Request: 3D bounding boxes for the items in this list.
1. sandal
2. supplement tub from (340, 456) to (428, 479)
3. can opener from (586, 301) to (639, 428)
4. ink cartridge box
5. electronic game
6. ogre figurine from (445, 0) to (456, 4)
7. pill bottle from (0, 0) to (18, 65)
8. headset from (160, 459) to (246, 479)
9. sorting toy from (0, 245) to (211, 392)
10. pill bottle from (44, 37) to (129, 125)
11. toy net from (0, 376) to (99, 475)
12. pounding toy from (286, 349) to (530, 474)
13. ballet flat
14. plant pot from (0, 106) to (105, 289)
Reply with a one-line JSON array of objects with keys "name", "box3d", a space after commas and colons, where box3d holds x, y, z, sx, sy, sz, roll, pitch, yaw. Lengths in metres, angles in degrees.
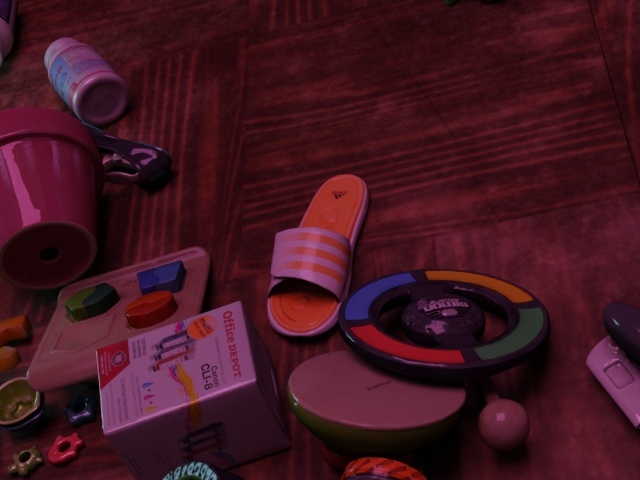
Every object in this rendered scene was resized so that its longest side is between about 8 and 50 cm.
[{"name": "sandal", "box3d": [-0.010, 0.000, 1.565, 0.101, 0.076, 0.265, -2, 48, 21]}, {"name": "supplement tub", "box3d": [0.043, 0.310, 1.217, 0.117, 0.117, 0.190, 1, 48, 23]}, {"name": "can opener", "box3d": [0.350, 0.171, 1.238, 0.076, 0.095, 0.283, -28, 44, -4]}, {"name": "ink cartridge box", "box3d": [-0.139, 0.173, 1.415, 0.176, 0.127, 0.128, -19, 43, 3]}, {"name": "electronic game", "box3d": [0.133, 0.086, 1.389, 0.229, 0.048, 0.229, 0, 24, 0]}, {"name": "ogre figurine", "box3d": [0.196, -0.409, 1.844, 0.197, 0.118, 0.097, 9, 48, 27]}, {"name": "pill bottle", "box3d": [-0.550, -0.352, 2.111, 0.094, 0.094, 0.169, -15, 44, 8]}, {"name": "headset", "box3d": [-0.150, 0.355, 1.150, 0.243, 0.185, 0.394, -53, 26, 16]}, {"name": "sorting toy", "box3d": [-0.288, 0.098, 1.568, 0.307, 0.041, 0.229, -17, 25, 7]}, {"name": "pill bottle", "box3d": [-0.357, -0.244, 1.934, 0.087, 0.087, 0.160, -34, 44, -11]}, {"name": "toy net", "box3d": [-0.274, 0.187, 1.516, 0.232, 0.045, 0.122, -23, 43, -1]}, {"name": "pounding toy", "box3d": [0.080, 0.196, 1.332, 0.236, 0.110, 0.183, -2, 20, -14]}, {"name": "ballet flat", "box3d": [-0.301, -0.117, 1.804, 0.203, 0.074, 0.074, 18, 57, 32]}, {"name": "plant pot", "box3d": [-0.371, -0.043, 1.672, 0.201, 0.201, 0.180, -23, 50, 0]}]
